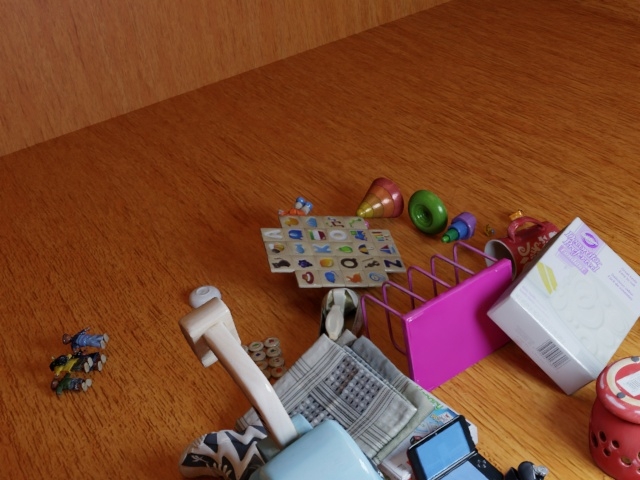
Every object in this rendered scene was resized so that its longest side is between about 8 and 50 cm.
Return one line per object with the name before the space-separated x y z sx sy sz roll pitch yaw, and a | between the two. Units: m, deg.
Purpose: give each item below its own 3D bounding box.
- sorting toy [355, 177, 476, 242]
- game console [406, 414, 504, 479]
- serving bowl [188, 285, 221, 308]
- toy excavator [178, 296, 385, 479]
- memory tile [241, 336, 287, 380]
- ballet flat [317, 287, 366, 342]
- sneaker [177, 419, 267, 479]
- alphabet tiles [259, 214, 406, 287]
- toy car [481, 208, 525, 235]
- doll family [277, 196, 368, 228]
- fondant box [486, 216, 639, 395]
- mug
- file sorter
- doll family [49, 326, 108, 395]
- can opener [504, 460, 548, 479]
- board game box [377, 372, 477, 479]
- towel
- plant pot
sorting toy | 0.228 -0.059 2.424 0.126 0.127 0.365 -30 36 -35
game console | 0.249 0.413 1.703 0.144 0.085 0.124 -26 42 -25
serving bowl | -0.295 0.139 2.347 0.083 0.027 0.083 -7 33 5
toy excavator | -0.043 0.341 1.538 0.222 0.445 0.433 -32 36 -15
memory tile | -0.139 0.274 2.105 0.113 0.012 0.148 -13 32 -6
ballet flat | 0.046 0.175 2.125 0.107 0.106 0.316 -4 32 7
sneaker | -0.167 0.445 1.762 0.235 0.094 0.153 -17 44 10
alphabet tiles | 0.029 0.024 2.295 0.342 0.011 0.285 1 37 -16
toy car | 0.486 -0.040 2.436 0.122 0.060 0.040 -27 77 2
doll family | 0.000 0.000 2.438 0.263 0.118 0.163 19 32 10
fondant box | 0.535 0.131 1.963 0.238 0.096 0.330 45 49 6
mug | 0.503 0.014 2.237 0.169 0.150 0.113 -21 67 -26
file sorter | 0.253 0.158 2.014 0.290 0.202 0.182 -27 33 -25
doll family | -0.572 0.278 2.163 0.111 0.076 0.193 -3 27 18
can opener | 0.396 0.462 1.640 0.059 0.073 0.186 20 22 -31
board game box | 0.138 0.360 1.856 0.193 0.053 0.305 -28 36 -25
towel | 0.019 0.339 1.826 0.324 0.056 0.312 -41 41 -11
plant pot | 0.589 0.322 1.690 0.191 0.174 0.191 -6 34 4
